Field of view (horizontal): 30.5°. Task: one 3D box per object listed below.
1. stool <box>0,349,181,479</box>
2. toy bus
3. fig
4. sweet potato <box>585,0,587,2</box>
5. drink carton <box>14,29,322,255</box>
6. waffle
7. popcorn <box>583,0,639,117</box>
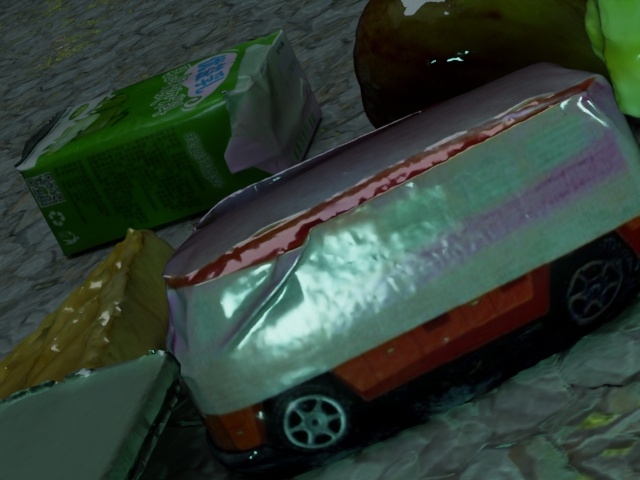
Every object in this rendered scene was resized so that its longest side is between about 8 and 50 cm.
[{"bbox_3d":[-0.092,0.216,0.308,0.170,0.244,0.270,-16,27,22],"label":"stool"},{"bbox_3d":[0.050,0.014,0.695,0.302,0.147,0.127,-25,19,2],"label":"toy bus"},{"bbox_3d":[0.161,-0.131,0.867,0.274,0.170,0.146,7,54,25],"label":"fig"},{"bbox_3d":[0.294,-0.183,0.892,0.385,0.109,0.109,6,40,41],"label":"sweet potato"},{"bbox_3d":[-0.148,-0.094,1.138,0.271,0.108,0.161,-17,26,21],"label":"drink carton"},{"bbox_3d":[-0.179,0.121,0.723,0.221,0.055,0.248,-43,18,18],"label":"waffle"},{"bbox_3d":[0.287,-0.149,0.604,0.279,0.335,0.274,-40,28,29],"label":"popcorn"}]
